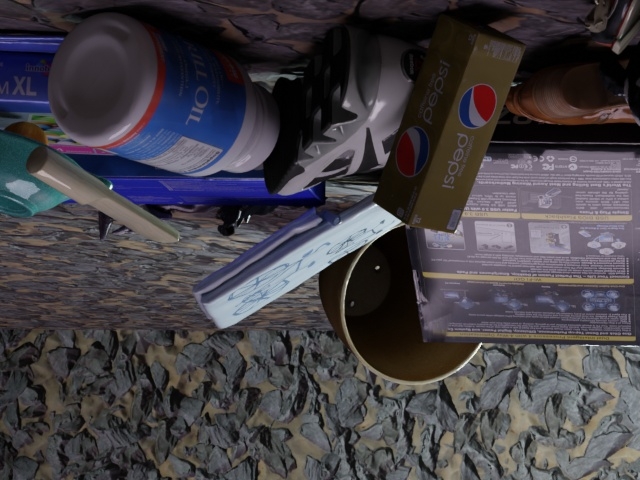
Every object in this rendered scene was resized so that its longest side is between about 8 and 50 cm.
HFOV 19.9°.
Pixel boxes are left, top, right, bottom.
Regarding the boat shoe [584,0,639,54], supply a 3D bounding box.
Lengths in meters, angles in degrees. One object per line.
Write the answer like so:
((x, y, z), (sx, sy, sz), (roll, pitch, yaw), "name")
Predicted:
((0.239, -0.187, 1.469), (0.043, 0.049, 0.137), (42, 176, 8), "boat shoe")

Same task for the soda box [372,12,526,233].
((0.111, -0.102, 1.595), (0.058, 0.181, 0.061), (10, -164, -37), "soda box")

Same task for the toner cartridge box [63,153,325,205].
((-0.176, -0.090, 2.103), (0.348, 0.075, 0.165), (1, 170, 9), "toner cartridge box")

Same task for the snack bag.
((0.000, 0.000, 2.249), (0.342, 0.037, 0.323), (-31, 172, -3), "snack bag")

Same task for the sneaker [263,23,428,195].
((0.038, -0.110, 1.755), (0.146, 0.122, 0.330), (5, 169, -19), "sneaker")

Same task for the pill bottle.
((-0.137, -0.128, 1.698), (0.124, 0.124, 0.221), (-3, 170, 34), "pill bottle")

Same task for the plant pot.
((0.097, 0.074, 2.685), (0.237, 0.237, 0.254), (6, -176, -20), "plant pot")

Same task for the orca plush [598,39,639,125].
((0.325, -0.156, 1.461), (0.151, 0.102, 0.287), (30, -152, 27), "orca plush")

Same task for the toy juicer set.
((-0.310, -0.088, 1.769), (0.329, 0.089, 0.209), (10, 162, 22), "toy juicer set")

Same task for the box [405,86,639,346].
((0.287, -0.018, 1.887), (0.395, 0.097, 0.318), (0, 136, 12), "box")

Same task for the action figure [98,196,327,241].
((-0.133, -0.054, 2.265), (0.285, 0.099, 0.185), (0, 166, -4), "action figure")

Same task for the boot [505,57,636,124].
((0.280, -0.140, 1.715), (0.197, 0.073, 0.152), (4, 179, -15), "boot")

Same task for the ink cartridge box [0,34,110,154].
((-0.279, -0.144, 1.849), (0.186, 0.065, 0.311), (3, 169, -2), "ink cartridge box")
